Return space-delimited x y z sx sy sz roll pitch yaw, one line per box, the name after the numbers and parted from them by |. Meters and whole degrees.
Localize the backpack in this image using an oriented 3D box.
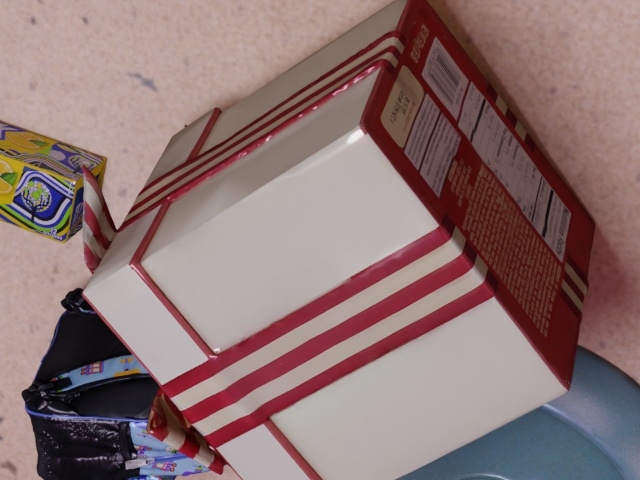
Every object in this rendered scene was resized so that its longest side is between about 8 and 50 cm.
-0.117 0.116 1.458 0.173 0.158 0.117 0 121 8 | backpack

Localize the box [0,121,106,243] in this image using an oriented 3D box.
-0.250 -0.056 1.478 0.169 0.059 0.054 19 115 12 | box

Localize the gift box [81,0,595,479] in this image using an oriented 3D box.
0.000 0.000 1.306 0.258 0.255 0.276 -32 103 26 | gift box

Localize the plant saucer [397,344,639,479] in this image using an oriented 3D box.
0.129 0.213 1.468 0.317 0.044 0.318 8 114 17 | plant saucer
